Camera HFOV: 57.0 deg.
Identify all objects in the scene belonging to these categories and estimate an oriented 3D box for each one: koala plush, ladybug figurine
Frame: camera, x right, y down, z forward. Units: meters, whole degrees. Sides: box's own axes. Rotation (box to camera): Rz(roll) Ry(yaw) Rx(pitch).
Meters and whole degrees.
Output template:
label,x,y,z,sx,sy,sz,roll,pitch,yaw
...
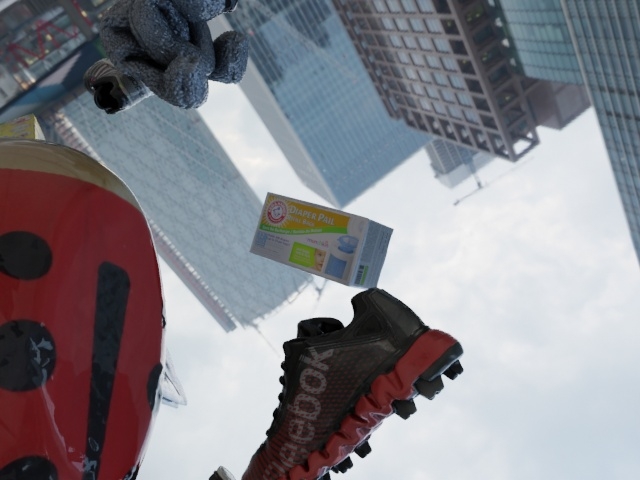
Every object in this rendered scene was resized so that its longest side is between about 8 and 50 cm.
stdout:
label,x,y,z,sx,sy,sz,roll,pitch,yaw
koala plush,-0.194,-0.337,0.819,0.221,0.203,0.196,-62,179,36
ladybug figurine,-0.254,0.095,0.540,0.162,0.305,0.448,-15,-116,21

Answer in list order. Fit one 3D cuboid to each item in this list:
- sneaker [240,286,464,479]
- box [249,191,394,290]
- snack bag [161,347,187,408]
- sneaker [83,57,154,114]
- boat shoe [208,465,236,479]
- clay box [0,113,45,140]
label,x,y,z,sx,sy,sz,roll,pitch,yaw
sneaker,0.003,0.152,0.569,0.276,0.098,0.135,-48,-110,20
box,0.000,0.000,0.983,0.203,0.103,0.114,16,-90,31
snack bag,-0.309,0.091,0.904,0.037,0.323,0.342,-27,-108,-10
sneaker,-0.325,-0.233,0.901,0.171,0.063,0.075,17,-130,38
boat shoe,-0.166,0.496,1.143,0.038,0.125,0.046,-45,178,1
clay box,-0.492,-0.131,0.906,0.128,0.053,0.222,-23,-148,-14
